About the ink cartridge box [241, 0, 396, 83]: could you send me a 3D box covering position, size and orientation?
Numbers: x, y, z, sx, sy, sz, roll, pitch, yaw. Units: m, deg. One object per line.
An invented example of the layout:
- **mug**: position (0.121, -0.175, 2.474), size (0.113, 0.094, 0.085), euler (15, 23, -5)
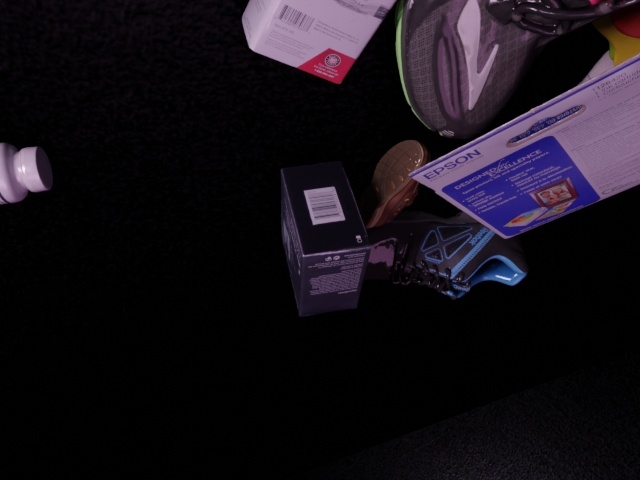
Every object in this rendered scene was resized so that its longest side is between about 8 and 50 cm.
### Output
- **ink cartridge box**: position (0.008, -0.241, 0.481), size (0.109, 0.063, 0.150), euler (11, 136, -33)

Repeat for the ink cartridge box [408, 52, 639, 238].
- **ink cartridge box**: position (0.308, -0.120, 0.632), size (0.303, 0.072, 0.307), euler (-26, 148, 32)

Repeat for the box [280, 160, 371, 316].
- **box**: position (0.000, 0.000, 0.722), size (0.093, 0.156, 0.158), euler (-9, 144, -10)

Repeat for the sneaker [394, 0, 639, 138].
- **sneaker**: position (0.220, -0.266, 0.413), size (0.185, 0.202, 0.483), euler (4, 139, -25)

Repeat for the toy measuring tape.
- **toy measuring tape**: position (0.318, -0.247, 0.579), size (0.121, 0.122, 0.330), euler (-1, 157, -21)

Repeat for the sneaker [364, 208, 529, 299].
- **sneaker**: position (0.185, 0.027, 0.848), size (0.340, 0.140, 0.125), euler (-10, 146, -7)

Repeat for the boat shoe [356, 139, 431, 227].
- **boat shoe**: position (0.113, -0.081, 0.744), size (0.060, 0.064, 0.178), euler (-3, 149, -27)

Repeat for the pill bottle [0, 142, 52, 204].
- **pill bottle**: position (-0.368, -0.072, 0.556), size (0.120, 0.067, 0.067), euler (-9, 144, -10)
